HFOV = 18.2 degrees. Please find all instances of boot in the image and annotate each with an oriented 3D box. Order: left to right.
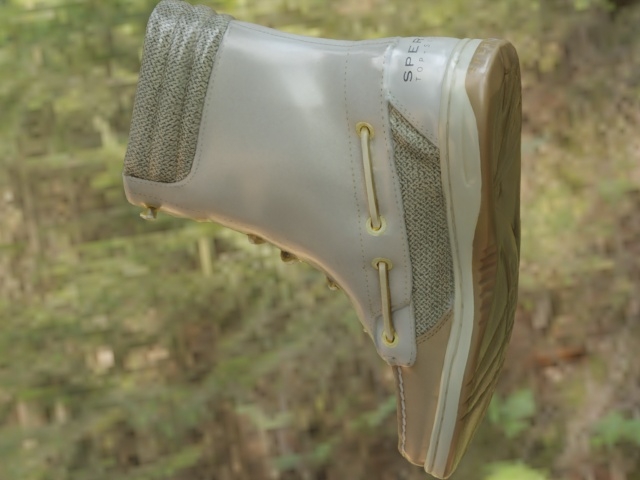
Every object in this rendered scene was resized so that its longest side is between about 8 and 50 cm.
[{"bbox_3d":[0.000,0.000,1.070,0.203,0.262,0.095,10,37,16],"label":"boot"}]
